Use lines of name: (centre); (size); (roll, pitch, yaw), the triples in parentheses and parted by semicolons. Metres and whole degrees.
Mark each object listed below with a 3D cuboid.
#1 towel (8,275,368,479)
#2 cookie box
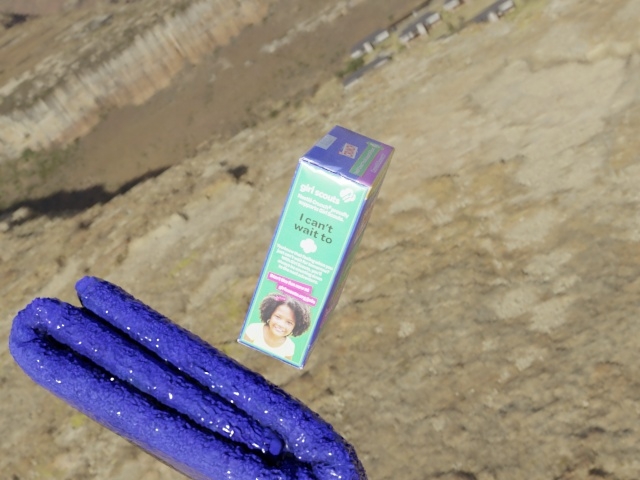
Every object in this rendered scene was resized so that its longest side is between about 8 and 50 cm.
towel: (-0.056, 0.136, 0.575); (0.228, 0.308, 0.076); (22, 70, 17)
cookie box: (0.000, 0.000, 0.454); (0.092, 0.040, 0.107); (-55, -15, -67)
